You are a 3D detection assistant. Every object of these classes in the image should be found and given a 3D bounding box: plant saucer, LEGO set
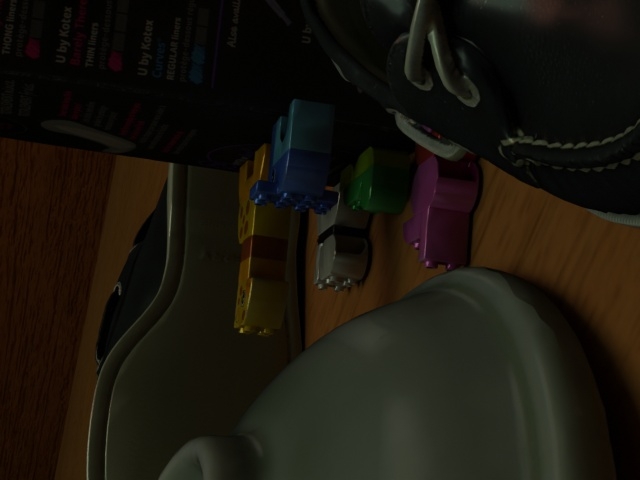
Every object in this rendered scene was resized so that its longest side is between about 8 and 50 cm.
[{"bbox_3d":[-0.033,0.187,0.494,0.400,0.101,0.400,-160,90,-77],"label":"plant saucer"},{"bbox_3d":[0.000,0.000,0.653,0.227,0.087,0.093,144,133,-73],"label":"LEGO set"}]

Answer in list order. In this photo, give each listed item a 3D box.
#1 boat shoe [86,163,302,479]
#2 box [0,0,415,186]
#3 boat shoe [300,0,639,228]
[{"bbox_3d":[-0.084,0.067,0.879,0.113,0.127,0.340,120,156,-61],"label":"boat shoe"},{"bbox_3d":[-0.089,-0.125,0.696,0.165,0.270,0.143,156,120,-74],"label":"box"},{"bbox_3d":[0.056,-0.075,0.448,0.302,0.091,0.114,-138,57,-74],"label":"boat shoe"}]
